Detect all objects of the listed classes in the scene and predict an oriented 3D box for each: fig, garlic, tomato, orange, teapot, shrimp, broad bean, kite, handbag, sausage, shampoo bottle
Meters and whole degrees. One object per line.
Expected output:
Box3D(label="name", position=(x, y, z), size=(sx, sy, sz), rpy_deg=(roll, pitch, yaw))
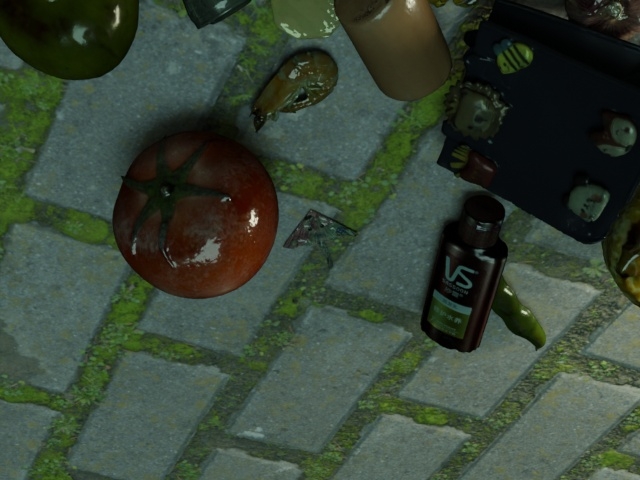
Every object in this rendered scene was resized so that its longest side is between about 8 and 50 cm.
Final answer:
Box3D(label="fig", position=(-0.341, -0.319, 1.462), size=(0.203, 0.203, 0.225), rpy_deg=(-11, 171, 6))
Box3D(label="garlic", position=(0.422, -0.350, 1.521), size=(0.147, 0.102, 0.159), rpy_deg=(20, 131, -15))
Box3D(label="tomato", position=(-0.190, -0.033, 1.684), size=(0.265, 0.265, 0.265), rpy_deg=(-2, 134, -2))
Box3D(label="orange", position=(0.629, -0.015, 1.787), size=(0.369, 0.210, 0.271), rpy_deg=(11, 115, -17))
Box3D(label="teapot", position=(-0.147, -0.359, 1.456), size=(0.111, 0.149, 0.108), rpy_deg=(-35, 105, -4))
Box3D(label="shrimp", position=(-0.045, -0.230, 1.659), size=(0.099, 0.041, 0.180), rpy_deg=(20, 130, -41))
Box3D(label="broad bean", position=(0.356, 0.122, 2.019), size=(0.060, 0.043, 0.297), rpy_deg=(-31, 128, 11))
Box3D(label="kite", position=(0.000, 0.000, 1.900), size=(0.139, 0.011, 0.156), rpy_deg=(-11, 133, 11))
Box3D(label="handbag", position=(0.340, -0.175, 1.592), size=(0.329, 0.122, 0.303), rpy_deg=(25, 139, 11))
Box3D(label="sausage", position=(0.100, -0.297, 1.477), size=(0.123, 0.123, 0.253), rpy_deg=(-18, 156, 13))
Box3D(label="shampoo bottle", position=(0.263, 0.062, 1.913), size=(0.129, 0.084, 0.323), rpy_deg=(29, 138, 19))

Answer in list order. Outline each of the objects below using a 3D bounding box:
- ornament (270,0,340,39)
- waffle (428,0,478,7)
Box3D(label="ornament", position=(0.003, -0.382, 1.479), size=(0.180, 0.059, 0.201), rpy_deg=(-4, 135, 15))
Box3D(label="waffle", position=(0.208, -0.437, 1.451), size=(0.262, 0.060, 0.280), rpy_deg=(2, 134, -5))
